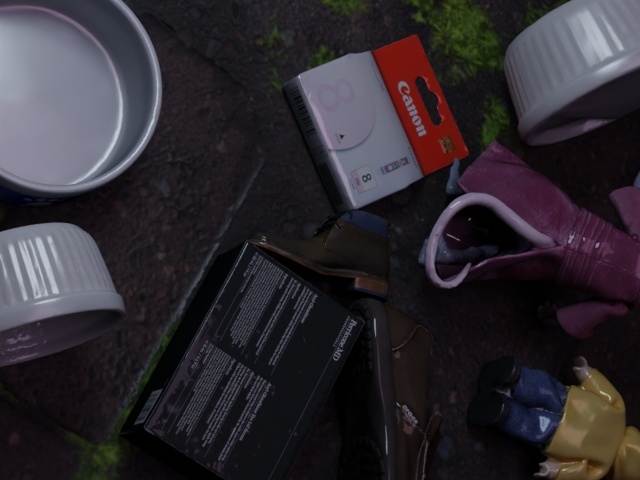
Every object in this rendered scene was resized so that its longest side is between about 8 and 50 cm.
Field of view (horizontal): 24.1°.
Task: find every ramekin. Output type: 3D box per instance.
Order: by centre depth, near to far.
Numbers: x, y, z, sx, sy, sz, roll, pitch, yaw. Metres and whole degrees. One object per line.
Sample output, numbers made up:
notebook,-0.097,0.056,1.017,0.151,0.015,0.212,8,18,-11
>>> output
ramekin,-0.324,0.059,1.629,0.207,0.207,0.109,-11,77,-29
ramekin,0.370,-0.243,2.021,0.273,0.273,0.127,-19,77,-29

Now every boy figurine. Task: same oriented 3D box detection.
boy figurine,0.341,0.245,2.003,0.285,0.092,0.177,25,70,-22

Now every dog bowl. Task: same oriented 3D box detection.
dog bowl,-0.322,-0.174,1.725,0.265,0.104,0.265,5,78,-26

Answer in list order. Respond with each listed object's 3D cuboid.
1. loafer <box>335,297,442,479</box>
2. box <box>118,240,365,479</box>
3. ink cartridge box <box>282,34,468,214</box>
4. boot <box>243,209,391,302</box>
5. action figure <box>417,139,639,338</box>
loafer,0.101,0.253,1.849,0.130,0.134,0.366,5,78,-27
box,-0.091,0.162,1.785,0.184,0.103,0.261,35,66,-15
ink cartridge box,0.085,-0.160,1.966,0.232,0.066,0.189,-25,93,-25
boot,0.000,0.000,1.876,0.219,0.082,0.106,22,71,-35
action figure,0.331,-0.002,1.929,0.370,0.276,0.248,19,93,5
